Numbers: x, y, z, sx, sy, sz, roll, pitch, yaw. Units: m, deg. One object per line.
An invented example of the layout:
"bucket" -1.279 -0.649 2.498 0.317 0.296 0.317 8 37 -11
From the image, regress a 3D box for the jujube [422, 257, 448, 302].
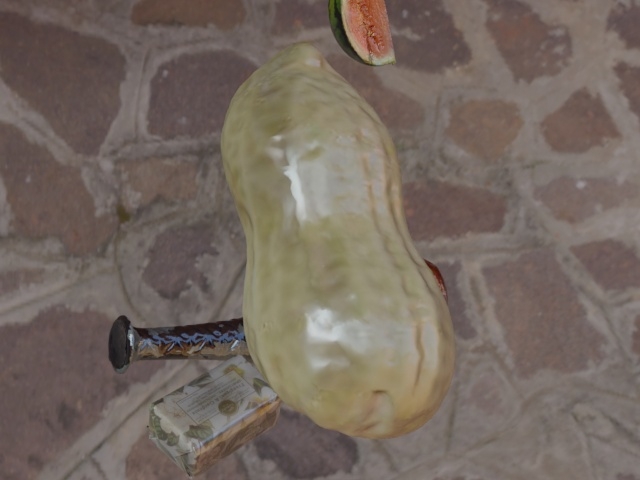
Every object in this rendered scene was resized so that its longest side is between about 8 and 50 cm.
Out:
"jujube" 0.093 0.078 1.002 0.077 0.077 0.129 -14 106 -23

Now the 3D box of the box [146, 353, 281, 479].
"box" -0.084 0.139 0.794 0.062 0.045 0.098 36 45 28

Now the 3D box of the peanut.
"peanut" 0.000 0.000 0.597 0.124 0.123 0.256 -6 61 -20

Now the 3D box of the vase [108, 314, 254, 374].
"vase" -0.126 0.103 1.005 0.167 0.059 0.059 1 63 -32

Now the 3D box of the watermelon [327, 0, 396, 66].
"watermelon" 0.046 -0.318 1.429 0.069 0.087 0.163 -50 127 -60
